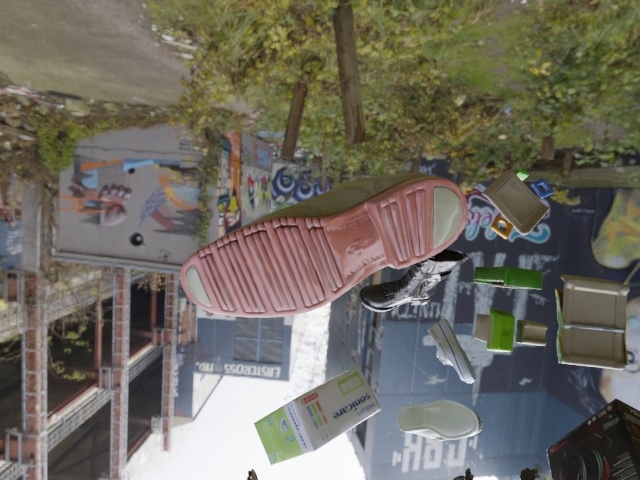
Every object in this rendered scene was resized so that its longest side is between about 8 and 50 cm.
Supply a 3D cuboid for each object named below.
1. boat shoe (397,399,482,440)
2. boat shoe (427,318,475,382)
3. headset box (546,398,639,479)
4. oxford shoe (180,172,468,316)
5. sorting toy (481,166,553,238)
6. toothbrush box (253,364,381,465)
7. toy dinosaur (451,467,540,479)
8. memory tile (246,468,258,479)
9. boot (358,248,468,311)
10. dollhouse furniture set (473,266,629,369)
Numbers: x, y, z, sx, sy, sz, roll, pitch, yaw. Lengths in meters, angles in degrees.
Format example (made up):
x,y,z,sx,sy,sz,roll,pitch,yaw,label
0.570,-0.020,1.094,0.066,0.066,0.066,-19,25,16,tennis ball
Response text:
x,y,z,sx,sy,sz,roll,pitch,yaw,label
0.374,0.558,1.288,0.091,0.109,0.305,25,149,-27,boat shoe
0.383,0.335,1.235,0.076,0.083,0.226,-33,-152,15,boat shoe
0.554,0.484,0.765,0.110,0.218,0.293,28,-147,3,headset box
0.000,0.000,0.609,0.397,0.140,0.146,-15,-158,-3,oxford shoe
0.651,-0.126,1.406,0.348,0.196,0.047,-37,169,-29,sorting toy
-0.017,0.444,1.051,0.206,0.122,0.283,-15,158,-35,toothbrush box
0.330,0.466,0.688,0.121,0.160,0.313,-39,-179,-43,toy dinosaur
-0.129,0.555,0.870,0.012,0.113,0.148,-25,178,-6,memory tile
0.253,0.099,1.172,0.263,0.229,0.091,-5,-126,-18,boot
0.531,0.175,0.981,0.301,0.197,0.151,8,174,-3,dollhouse furniture set
